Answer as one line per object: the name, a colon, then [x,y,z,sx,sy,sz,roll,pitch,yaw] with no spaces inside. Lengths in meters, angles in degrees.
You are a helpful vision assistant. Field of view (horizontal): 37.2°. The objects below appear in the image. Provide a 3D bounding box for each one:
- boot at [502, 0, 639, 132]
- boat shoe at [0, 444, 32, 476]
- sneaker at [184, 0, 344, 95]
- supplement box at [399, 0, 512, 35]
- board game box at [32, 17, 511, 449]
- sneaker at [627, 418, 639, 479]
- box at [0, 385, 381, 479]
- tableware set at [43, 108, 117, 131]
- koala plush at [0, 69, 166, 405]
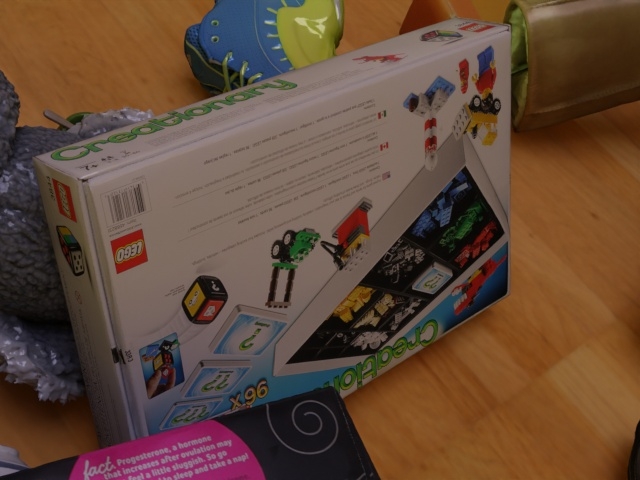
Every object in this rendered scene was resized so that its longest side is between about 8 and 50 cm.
boot: [0.291,-0.141,0.823,0.269,0.236,0.089,-15,47,-4]
boat shoe: [-0.254,0.075,0.446,0.258,0.095,0.084,16,62,-10]
sneaker: [-0.037,-0.106,0.710,0.126,0.091,0.240,-4,52,-2]
supplement box: [0.195,-0.186,0.859,0.233,0.080,0.078,-5,55,-23]
board game box: [0.000,0.000,0.553,0.305,0.193,0.053,-25,32,-36]
sneaker: [0.300,0.166,0.608,0.234,0.078,0.106,17,50,-5]
box: [-0.086,0.188,0.395,0.247,0.142,0.163,-11,58,-27]
tableware set: [-0.170,-0.042,0.630,0.154,0.024,0.104,-25,65,-36]
koala plush: [-0.185,-0.023,0.500,0.221,0.203,0.196,32,74,-25]
